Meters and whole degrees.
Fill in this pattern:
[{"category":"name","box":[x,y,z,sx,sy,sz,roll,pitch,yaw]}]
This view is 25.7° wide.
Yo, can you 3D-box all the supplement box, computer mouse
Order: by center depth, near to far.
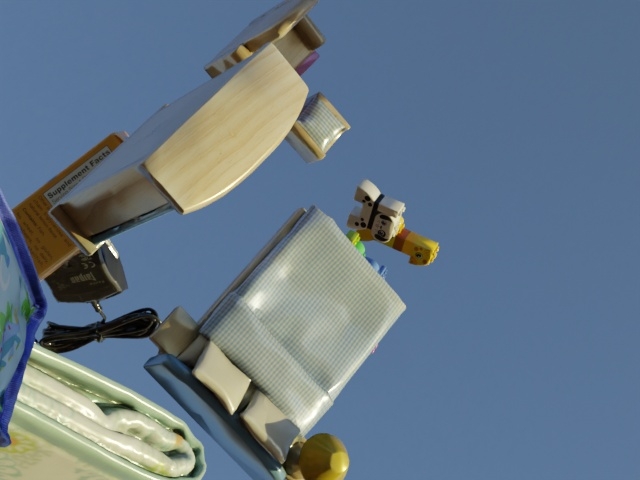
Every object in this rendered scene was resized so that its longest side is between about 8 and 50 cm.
[{"category":"supplement box","box":[-0.273,-0.015,1.429,0.233,0.078,0.080,-35,-85,1]},{"category":"computer mouse","box":[-0.320,0.040,1.693,0.184,0.060,0.262,-14,-42,15]}]

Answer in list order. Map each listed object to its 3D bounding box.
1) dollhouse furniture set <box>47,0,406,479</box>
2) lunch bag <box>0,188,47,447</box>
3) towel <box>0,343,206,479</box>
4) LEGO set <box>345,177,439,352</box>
[{"category":"dollhouse furniture set","box":[0.000,0.000,1.084,0.303,0.286,0.198,50,-27,-14]},{"category":"lunch bag","box":[-0.183,0.007,0.504,0.129,0.096,0.151,-2,-45,7]},{"category":"towel","box":[-0.348,0.196,1.370,0.320,0.090,0.374,-24,-45,32]},{"category":"LEGO set","box":[0.072,0.027,1.562,0.093,0.087,0.227,24,-51,12]}]
